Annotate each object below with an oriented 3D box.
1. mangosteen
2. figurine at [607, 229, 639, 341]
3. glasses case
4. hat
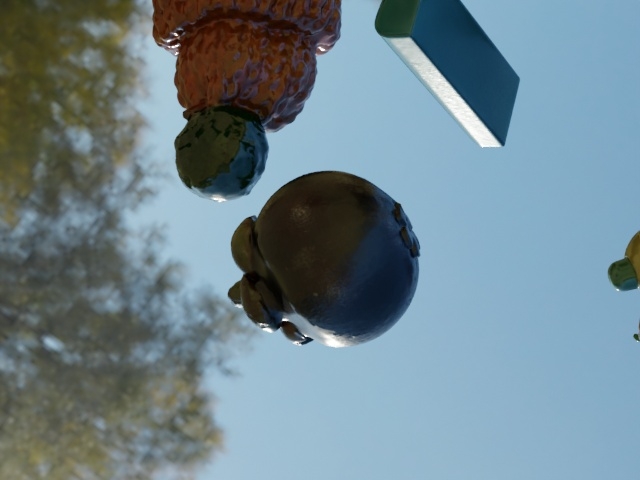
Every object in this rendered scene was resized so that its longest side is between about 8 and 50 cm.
[{"bbox_3d":[-0.009,0.028,1.468,0.230,0.194,0.194,-21,-150,19],"label":"mangosteen"},{"bbox_3d":[0.501,0.080,1.778,0.222,0.324,0.124,-40,-140,16],"label":"figurine"},{"bbox_3d":[0.176,-0.246,1.869,0.070,0.301,0.117,2,-114,35],"label":"glasses case"},{"bbox_3d":[-0.092,-0.258,1.974,0.285,0.285,0.400,-32,-123,42],"label":"hat"}]
